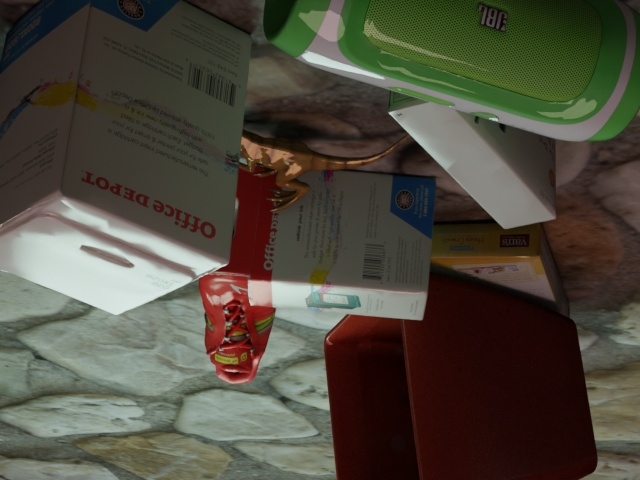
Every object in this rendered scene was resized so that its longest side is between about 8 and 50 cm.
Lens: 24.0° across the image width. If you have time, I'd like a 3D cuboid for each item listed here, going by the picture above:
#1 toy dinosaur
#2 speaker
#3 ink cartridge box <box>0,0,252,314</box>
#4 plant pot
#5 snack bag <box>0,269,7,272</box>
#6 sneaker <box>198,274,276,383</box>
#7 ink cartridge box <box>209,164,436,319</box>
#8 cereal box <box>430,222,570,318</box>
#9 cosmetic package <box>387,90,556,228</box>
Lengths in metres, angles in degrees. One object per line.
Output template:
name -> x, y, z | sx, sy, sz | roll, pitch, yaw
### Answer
toy dinosaur -> -0.023, -0.079, 1.495 | 0.211, 0.064, 0.112 | 10, 153, -10
speaker -> 0.111, -0.168, 1.191 | 0.296, 0.131, 0.131 | 14, 153, -18
ink cartridge box -> -0.183, -0.084, 1.314 | 0.171, 0.233, 0.168 | 24, 147, -33
plant pot -> 0.165, 0.197, 1.729 | 0.235, 0.267, 0.267 | 1, 159, -18
snack bag -> -0.415, -0.073, 1.396 | 0.342, 0.037, 0.323 | 24, -171, -34
sneaker -> -0.096, 0.098, 1.816 | 0.107, 0.118, 0.279 | 3, 155, 3
ink cartridge box -> 0.000, 0.000, 1.572 | 0.231, 0.134, 0.078 | 5, 155, 2
cereal box -> 0.188, 0.051, 1.741 | 0.173, 0.047, 0.240 | -1, 155, 16
cosmetic package -> 0.143, -0.106, 1.361 | 0.060, 0.099, 0.239 | -9, 152, 30
